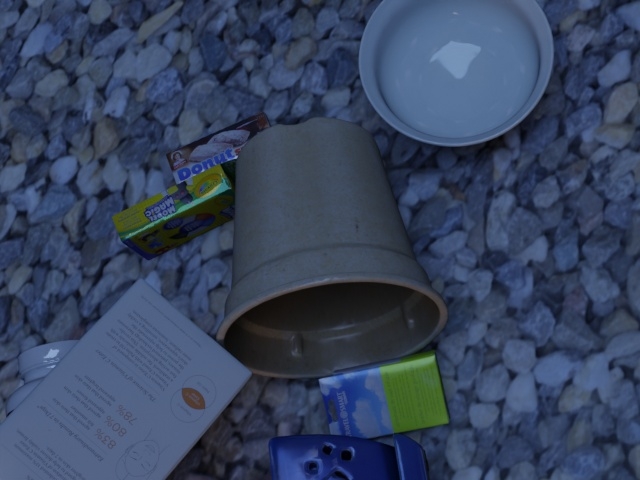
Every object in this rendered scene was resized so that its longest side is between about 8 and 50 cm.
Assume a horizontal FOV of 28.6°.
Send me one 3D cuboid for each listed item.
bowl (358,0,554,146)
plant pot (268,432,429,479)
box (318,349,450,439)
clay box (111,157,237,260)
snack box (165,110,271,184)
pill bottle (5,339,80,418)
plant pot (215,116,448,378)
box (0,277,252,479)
[{"bbox_3d":[0.216,-0.266,1.961,0.298,0.134,0.297,-3,75,12],"label":"bowl"},{"bbox_3d":[0.057,0.391,1.769,0.212,0.236,0.235,-9,72,4],"label":"plant pot"},{"bbox_3d":[0.096,0.236,1.882,0.178,0.042,0.109,-12,93,8],"label":"box"},{"bbox_3d":[-0.204,-0.049,1.994,0.222,0.127,0.053,-25,72,5],"label":"clay box"},{"bbox_3d":[-0.162,-0.148,2.067,0.178,0.022,0.064,-23,73,5],"label":"snack box"},{"bbox_3d":[-0.374,0.322,1.900,0.182,0.181,0.322,-16,72,7],"label":"pill bottle"},{"bbox_3d":[0.000,0.000,1.861,0.334,0.334,0.305,-12,61,8],"label":"plant pot"},{"bbox_3d":[-0.295,0.261,1.753,0.215,0.168,0.345,41,63,1],"label":"box"}]
